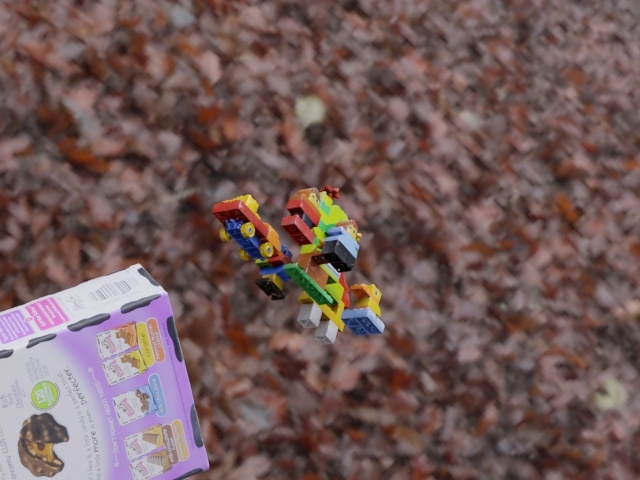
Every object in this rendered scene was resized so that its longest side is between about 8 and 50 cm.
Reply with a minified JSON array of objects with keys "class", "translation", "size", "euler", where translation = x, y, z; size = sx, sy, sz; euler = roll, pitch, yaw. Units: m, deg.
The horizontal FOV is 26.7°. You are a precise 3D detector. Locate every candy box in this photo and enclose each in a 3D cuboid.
[{"class":"candy box","translation":[-0.200,0.130,1.021],"size":[0.196,0.164,0.070],"euler":[-20,28,-21]}]

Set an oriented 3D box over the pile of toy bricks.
[{"class":"pile of toy bricks","translation":[0.000,0.000,1.273],"size":[0.212,0.118,0.105],"euler":[48,46,-40]}]
